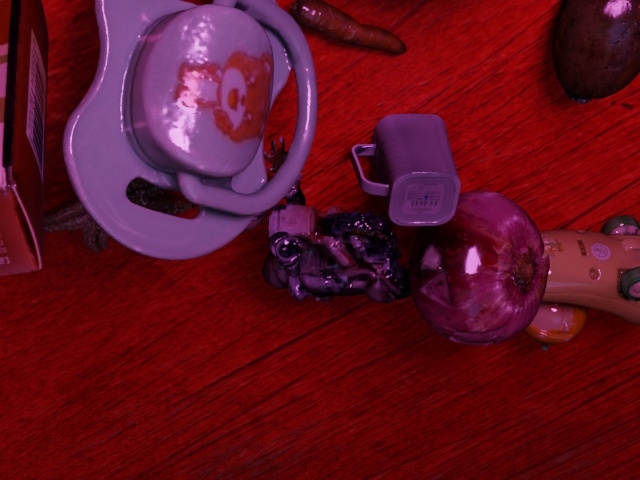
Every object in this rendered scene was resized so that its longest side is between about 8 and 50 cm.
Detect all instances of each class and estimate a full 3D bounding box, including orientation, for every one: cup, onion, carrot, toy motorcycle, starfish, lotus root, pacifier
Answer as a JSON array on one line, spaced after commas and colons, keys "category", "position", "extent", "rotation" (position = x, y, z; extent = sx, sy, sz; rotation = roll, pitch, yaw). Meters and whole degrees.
[{"category": "cup", "position": [0.106, -0.092, 1.327], "extent": [0.128, 0.129, 0.095], "rotation": [0, 130, -8]}, {"category": "onion", "position": [0.207, 0.034, 1.422], "extent": [0.201, 0.200, 0.207], "rotation": [28, 100, -36]}, {"category": "carrot", "position": [0.037, -0.244, 1.211], "extent": [0.165, 0.035, 0.035], "rotation": [17, 131, -31]}, {"category": "toy motorcycle", "position": [0.000, 0.000, 1.363], "extent": [0.207, 0.134, 0.401], "rotation": [0, 161, 13]}, {"category": "starfish", "position": [-0.263, -0.056, 1.330], "extent": [0.227, 0.043, 0.240], "rotation": [-15, 157, -16]}, {"category": "lotus root", "position": [0.336, -0.247, 1.218], "extent": [0.120, 0.120, 0.209], "rotation": [-3, 138, -9]}, {"category": "pacifier", "position": [-0.160, -0.148, 1.143], "extent": [0.288, 0.343, 0.269], "rotation": [19, 172, -35]}]

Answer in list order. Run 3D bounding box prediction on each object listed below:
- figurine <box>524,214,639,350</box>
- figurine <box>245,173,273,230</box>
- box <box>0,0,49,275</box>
[{"category": "figurine", "position": [0.379, 0.073, 1.581], "extent": [0.325, 0.124, 0.222], "rotation": [2, 140, -10]}, {"category": "figurine", "position": [-0.101, -0.046, 1.373], "extent": [0.067, 0.071, 0.083], "rotation": [23, 135, 24]}, {"category": "box", "position": [-0.467, -0.112, 1.006], "extent": [0.385, 0.344, 0.122], "rotation": [-8, 139, -4]}]
